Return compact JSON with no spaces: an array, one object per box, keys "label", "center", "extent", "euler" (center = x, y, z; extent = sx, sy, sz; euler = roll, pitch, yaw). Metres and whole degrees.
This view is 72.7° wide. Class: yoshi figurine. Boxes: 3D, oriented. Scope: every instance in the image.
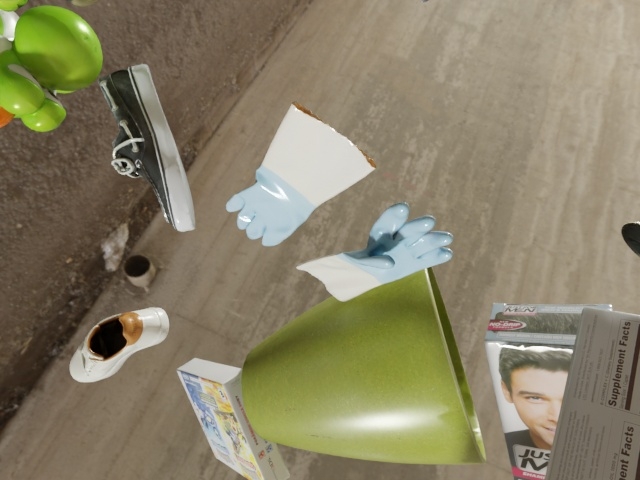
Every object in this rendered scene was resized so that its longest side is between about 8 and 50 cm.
[{"label":"yoshi figurine","center":[-0.446,-0.303,0.650],"extent":[0.203,0.362,0.203],"euler":[-9,137,-53]}]

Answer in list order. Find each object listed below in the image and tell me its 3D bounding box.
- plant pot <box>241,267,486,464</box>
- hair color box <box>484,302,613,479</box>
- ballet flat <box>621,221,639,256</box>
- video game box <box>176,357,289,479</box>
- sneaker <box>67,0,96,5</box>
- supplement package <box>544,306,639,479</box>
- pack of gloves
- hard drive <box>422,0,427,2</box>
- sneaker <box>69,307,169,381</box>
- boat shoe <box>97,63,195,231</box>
[{"label":"plant pot","center":[0.046,0.189,0.623],"extent":[0.274,0.293,0.275],"euler":[-17,90,-75]},{"label":"hair color box","center":[0.422,0.294,0.769],"extent":[0.113,0.185,0.375],"euler":[-46,124,-49]},{"label":"ballet flat","center":[0.589,0.024,0.723],"extent":[0.049,0.173,0.058],"euler":[-18,137,-43]},{"label":"video game box","center":[-0.152,0.296,0.722],"extent":[0.048,0.187,0.205],"euler":[-29,-170,-36]},{"label":"sneaker","center":[-0.368,-0.631,0.849],"extent":[0.411,0.181,0.158],"euler":[-59,144,-12]},{"label":"supplement package","center":[0.352,0.224,0.452],"extent":[0.262,0.145,0.204],"euler":[42,65,-40]},{"label":"pack of gloves","center":[0.000,0.000,0.435],"extent":[0.232,0.195,0.046],"euler":[-36,-156,57]},{"label":"hard drive","center":[0.167,-0.470,0.563],"extent":[0.255,0.171,0.054],"euler":[49,27,-47]},{"label":"sneaker","center":[-0.452,0.213,0.890],"extent":[0.290,0.106,0.123],"euler":[-33,161,23]},{"label":"boat shoe","center":[-0.293,-0.148,0.720],"extent":[0.104,0.307,0.113],"euler":[-19,174,-13]}]
